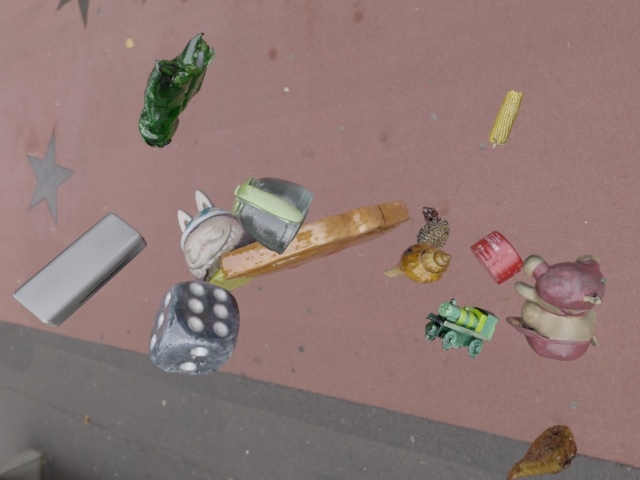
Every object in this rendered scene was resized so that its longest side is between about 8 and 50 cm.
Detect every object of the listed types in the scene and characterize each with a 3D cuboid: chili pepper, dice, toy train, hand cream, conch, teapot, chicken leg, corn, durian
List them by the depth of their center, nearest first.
[{"bbox_3d":[-0.060,-0.046,0.516,0.091,0.092,0.124,26,149,-10],"label":"teapot"},{"bbox_3d":[0.266,-0.172,0.604,0.027,0.028,0.083,-111,28,-55],"label":"corn"},{"bbox_3d":[-0.216,-0.216,0.612,0.061,0.098,0.224,48,146,-5],"label":"chili pepper"},{"bbox_3d":[-0.319,0.223,1.069,0.183,0.182,0.182,-48,38,35],"label":"dice"},{"bbox_3d":[0.235,0.057,1.087,0.109,0.093,0.330,-58,15,-16],"label":"conch"},{"bbox_3d":[0.360,0.222,1.095,0.083,0.200,0.132,24,91,58],"label":"toy train"},{"bbox_3d":[0.413,-0.009,1.607,0.092,0.148,0.188,20,118,-7],"label":"durian"},{"bbox_3d":[0.696,0.067,1.662,0.125,0.193,0.193,-37,72,10],"label":"hand cream"},{"bbox_3d":[0.452,-0.083,1.694,0.048,0.219,0.089,-47,61,1],"label":"chicken leg"}]

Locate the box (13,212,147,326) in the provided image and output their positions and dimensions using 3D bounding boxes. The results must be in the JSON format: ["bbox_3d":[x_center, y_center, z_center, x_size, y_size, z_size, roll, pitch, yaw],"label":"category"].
[{"bbox_3d":[-0.482,0.055,0.861,0.103,0.243,0.055,36,155,9],"label":"box"}]

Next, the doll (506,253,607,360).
[{"bbox_3d":[0.540,0.155,0.966,0.196,0.152,0.255,16,125,34],"label":"doll"}]

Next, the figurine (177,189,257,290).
[{"bbox_3d":[-0.314,-0.037,1.466,0.266,0.362,0.377,-38,76,45],"label":"figurine"}]

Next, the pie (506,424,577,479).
[{"bbox_3d":[0.374,0.347,0.692,0.033,0.088,0.191,31,145,13],"label":"pie"}]

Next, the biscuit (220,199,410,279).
[{"bbox_3d":[0.000,0.001,0.885,0.350,0.456,0.078,-27,82,48],"label":"biscuit"}]
